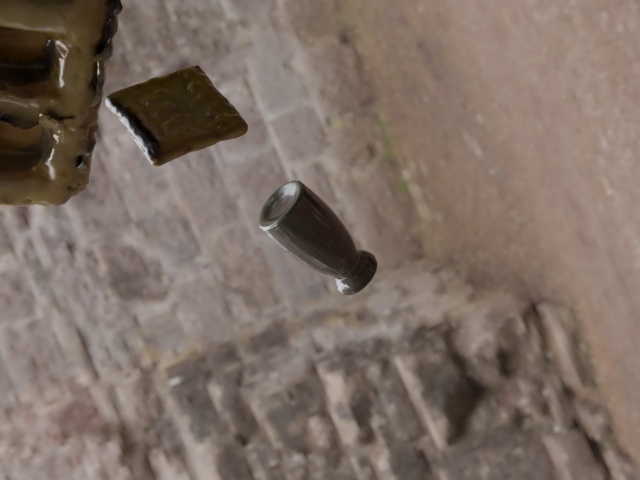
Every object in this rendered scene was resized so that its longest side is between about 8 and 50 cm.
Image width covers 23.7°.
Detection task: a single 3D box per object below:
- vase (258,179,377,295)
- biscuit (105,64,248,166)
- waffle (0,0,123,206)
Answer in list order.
[{"bbox_3d":[0.000,0.000,1.260,0.100,0.053,0.053,42,-172,-25],"label":"vase"},{"bbox_3d":[-0.106,-0.093,1.122,0.083,0.081,0.018,50,152,35],"label":"biscuit"},{"bbox_3d":[-0.282,-0.148,0.724,0.114,0.376,0.261,-105,24,-48],"label":"waffle"}]
